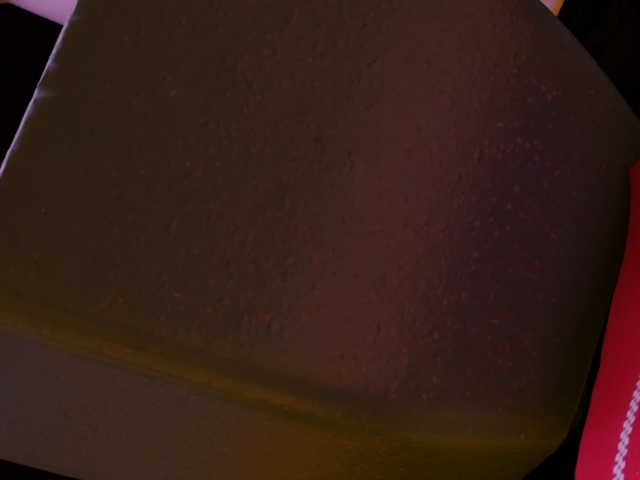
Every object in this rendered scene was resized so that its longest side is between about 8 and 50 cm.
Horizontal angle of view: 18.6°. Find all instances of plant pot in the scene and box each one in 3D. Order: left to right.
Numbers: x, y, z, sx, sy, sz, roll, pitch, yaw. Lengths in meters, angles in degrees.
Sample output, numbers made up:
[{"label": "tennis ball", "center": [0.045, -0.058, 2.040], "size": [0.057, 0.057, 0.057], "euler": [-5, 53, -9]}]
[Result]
[{"label": "plant pot", "center": [0.000, 0.000, 0.872], "size": [0.248, 0.252, 0.247], "euler": [112, 179, -69]}]

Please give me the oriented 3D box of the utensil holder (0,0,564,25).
[{"label": "utensil holder", "center": [-0.022, -0.255, 1.404], "size": [0.327, 0.385, 0.327], "euler": [-157, 90, -83]}]

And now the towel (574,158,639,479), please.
[{"label": "towel", "center": [0.163, -0.027, 0.662], "size": [0.275, 0.031, 0.199], "euler": [121, 169, -52]}]
